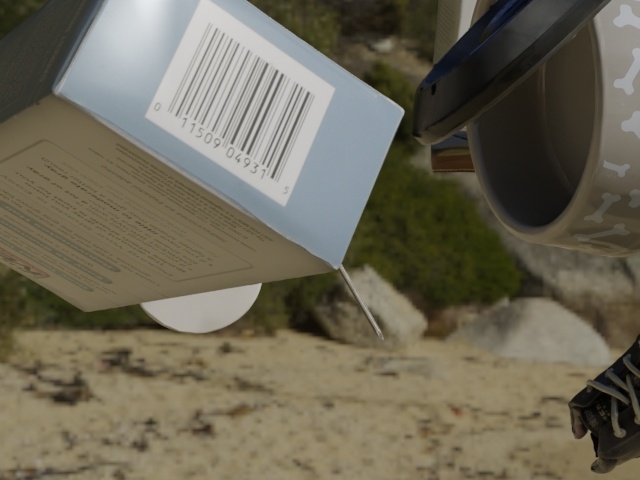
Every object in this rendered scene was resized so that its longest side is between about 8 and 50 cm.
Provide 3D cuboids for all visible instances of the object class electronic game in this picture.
[{"bbox_3d":[0.146,-0.147,0.831,0.229,0.048,0.229,-44,6,6],"label":"electronic game"}]

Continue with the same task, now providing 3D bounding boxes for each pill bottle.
[{"bbox_3d":[-0.156,-0.028,1.478,0.188,0.188,0.334,0,24,-10],"label":"pill bottle"}]

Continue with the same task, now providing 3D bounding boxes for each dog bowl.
[{"bbox_3d":[0.251,-0.152,1.273,0.102,0.349,0.349,-4,-1,-17],"label":"dog bowl"}]

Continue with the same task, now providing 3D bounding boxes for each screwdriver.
[{"bbox_3d":[0.000,0.000,0.898,0.024,0.170,0.025,-19,-12,-42],"label":"screwdriver"}]

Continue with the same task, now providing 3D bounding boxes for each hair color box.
[{"bbox_3d":[-0.137,-0.052,0.812,0.185,0.114,0.374,33,-23,-25],"label":"hair color box"}]

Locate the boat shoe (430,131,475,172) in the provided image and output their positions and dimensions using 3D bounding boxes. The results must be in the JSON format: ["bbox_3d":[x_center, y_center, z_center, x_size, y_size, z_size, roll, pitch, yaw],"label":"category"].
[{"bbox_3d":[0.330,-0.119,1.894,0.324,0.120,0.122,-4,19,12],"label":"boat shoe"}]

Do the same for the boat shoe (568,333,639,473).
[{"bbox_3d":[0.358,0.154,1.324,0.158,0.127,0.340,-21,-32,-7],"label":"boat shoe"}]

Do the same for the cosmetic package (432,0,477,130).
[{"bbox_3d":[0.266,-0.341,1.580,0.217,0.385,0.156,0,21,-5],"label":"cosmetic package"}]
